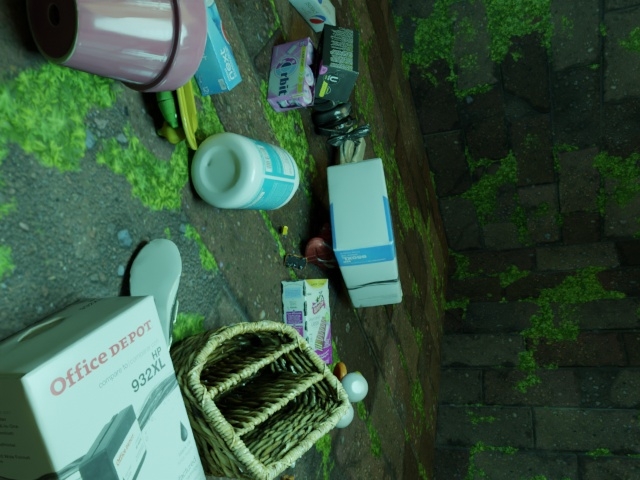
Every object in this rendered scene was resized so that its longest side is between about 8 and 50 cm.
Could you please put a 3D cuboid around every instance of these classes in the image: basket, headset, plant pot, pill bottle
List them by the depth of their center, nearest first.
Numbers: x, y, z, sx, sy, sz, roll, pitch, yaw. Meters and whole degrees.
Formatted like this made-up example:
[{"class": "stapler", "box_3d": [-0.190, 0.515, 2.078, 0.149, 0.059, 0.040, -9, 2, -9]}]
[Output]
[{"class": "plant pot", "box_3d": [-0.292, -0.311, 0.757, 0.180, 0.201, 0.201, -21, 105, -51]}, {"class": "basket", "box_3d": [-0.116, 0.250, 0.932, 0.299, 0.223, 0.213, -14, 92, -58]}, {"class": "pill bottle", "box_3d": [-0.139, -0.136, 1.126, 0.264, 0.146, 0.146, -3, 88, -68]}, {"class": "headset", "box_3d": [0.050, -0.414, 1.606, 0.394, 0.185, 0.243, -90, 161, -44]}]

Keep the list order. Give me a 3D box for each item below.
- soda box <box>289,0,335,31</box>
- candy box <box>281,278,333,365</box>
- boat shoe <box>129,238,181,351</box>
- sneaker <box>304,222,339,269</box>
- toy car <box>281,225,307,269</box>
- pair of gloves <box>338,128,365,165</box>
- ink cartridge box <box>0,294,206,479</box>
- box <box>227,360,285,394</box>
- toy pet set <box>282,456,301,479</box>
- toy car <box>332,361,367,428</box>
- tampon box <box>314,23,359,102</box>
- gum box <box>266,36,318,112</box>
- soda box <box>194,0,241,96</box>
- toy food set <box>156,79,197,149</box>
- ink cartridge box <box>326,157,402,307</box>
[{"class": "soda box", "box_3d": [-0.025, -0.724, 1.643, 0.216, 0.074, 0.069, 16, 70, -66]}, {"class": "candy box", "box_3d": [-0.032, 0.218, 1.405, 0.159, 0.071, 0.233, 6, 78, -67]}, {"class": "boat shoe", "box_3d": [-0.269, 0.104, 0.864, 0.070, 0.078, 0.219, 112, -19, -60]}, {"class": "sneaker", "box_3d": [0.000, 0.000, 1.550, 0.221, 0.087, 0.128, 60, 22, -69]}, {"class": "toy car", "box_3d": [-0.069, 0.016, 1.389, 0.040, 0.060, 0.122, -136, -139, -74]}, {"class": "pair of gloves", "box_3d": [0.100, -0.275, 1.840, 0.240, 0.042, 0.204, 25, 75, -71]}, {"class": "ink cartridge box", "box_3d": [-0.288, 0.252, 0.689, 0.223, 0.129, 0.307, -41, 123, -64]}, {"class": "box", "box_3d": [-0.137, 0.322, 1.156, 0.159, 0.044, 0.233, 50, 40, -53]}, {"class": "toy pet set", "box_3d": [-0.085, 0.496, 1.257, 0.114, 0.065, 0.122, 118, -17, -63]}, {"class": "toy car", "box_3d": [0.029, 0.410, 1.435, 0.182, 0.136, 0.159, -55, -175, -24]}, {"class": "tampon box", "box_3d": [0.041, -0.478, 1.456, 0.120, 0.102, 0.161, 115, -19, -59]}, {"class": "gum box", "box_3d": [-0.073, -0.429, 1.409, 0.062, 0.107, 0.188, 44, 45, -57]}, {"class": "soda box", "box_3d": [-0.232, -0.403, 1.068, 0.071, 0.067, 0.210, -63, 142, -53]}, {"class": "toy food set", "box_3d": [-0.270, -0.267, 0.956, 0.128, 0.071, 0.217, -109, -169, -81]}, {"class": "ink cartridge box", "box_3d": [0.137, -0.006, 1.609, 0.395, 0.166, 0.285, 69, 15, -58]}]
